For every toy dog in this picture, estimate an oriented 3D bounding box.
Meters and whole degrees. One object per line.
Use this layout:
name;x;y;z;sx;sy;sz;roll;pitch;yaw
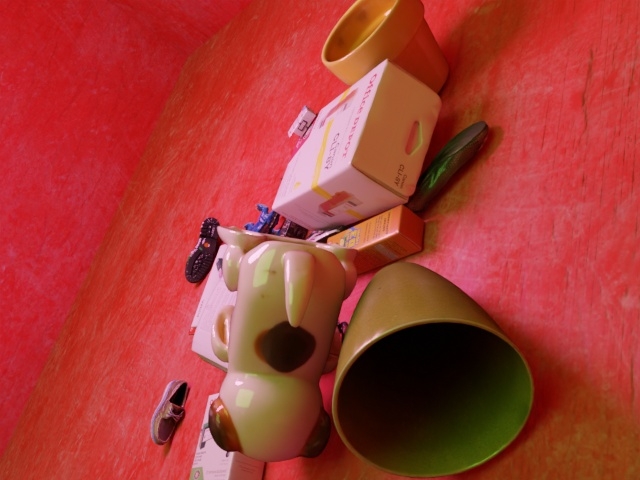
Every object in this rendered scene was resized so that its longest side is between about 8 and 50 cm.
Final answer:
toy dog;-0.062;0.202;1.076;0.395;0.284;0.409;-162;80;-69

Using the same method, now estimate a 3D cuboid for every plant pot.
plant pot;0.149;0.161;0.909;0.275;0.274;0.294;-47;18;18
plant pot;0.172;-0.439;1.364;0.254;0.239;0.254;-36;33;28

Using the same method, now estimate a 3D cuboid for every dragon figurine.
dragon figurine;-0.153;-0.028;1.625;0.289;0.085;0.144;-49;34;23

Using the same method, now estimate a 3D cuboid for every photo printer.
photo printer;-0.194;0.195;1.405;0.307;0.107;0.256;2;65;56

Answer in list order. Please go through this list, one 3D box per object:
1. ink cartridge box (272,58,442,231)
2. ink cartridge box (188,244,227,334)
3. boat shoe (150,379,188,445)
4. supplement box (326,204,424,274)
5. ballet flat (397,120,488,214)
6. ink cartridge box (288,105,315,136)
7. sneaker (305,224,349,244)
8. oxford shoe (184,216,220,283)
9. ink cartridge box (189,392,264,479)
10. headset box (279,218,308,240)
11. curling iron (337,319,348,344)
ink cartridge box;0.071;-0.198;1.331;0.384;0.160;0.280;-20;46;59
ink cartridge box;-0.324;0.146;1.750;0.238;0.060;0.275;-14;53;48
boat shoe;-0.415;0.471;1.590;0.066;0.066;0.183;-25;45;41
supplement box;0.109;0.008;1.236;0.233;0.080;0.078;-28;40;44
ballet flat;0.257;-0.142;1.188;0.250;0.058;0.084;-47;15;9
ink cartridge box;-0.048;-0.296;1.457;0.083;0.028;0.048;-54;21;19
sneaker;0.000;0.000;1.405;0.178;0.072;0.077;-30;40;37
oxford shoe;-0.390;0.039;1.933;0.096;0.082;0.228;145;147;-79
ink cartridge box;-0.195;0.448;1.274;0.160;0.092;0.220;-26;44;41
headset box;-0.066;-0.031;1.532;0.032;0.062;0.083;-2;61;53
curling iron;0.049;0.269;1.140;0.068;0.035;0.274;-51;32;30
